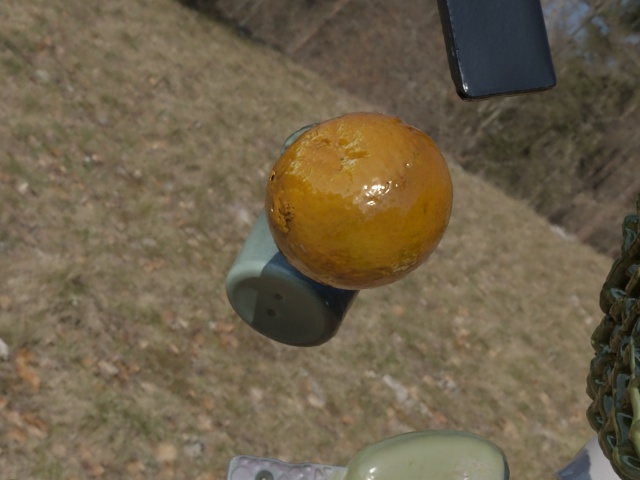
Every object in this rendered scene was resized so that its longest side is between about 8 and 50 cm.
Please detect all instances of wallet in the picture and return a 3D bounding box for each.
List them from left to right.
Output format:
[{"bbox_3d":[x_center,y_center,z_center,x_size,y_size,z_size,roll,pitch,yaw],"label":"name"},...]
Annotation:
[{"bbox_3d":[0.217,-0.304,1.385,0.044,0.149,0.250,161,-82,-72],"label":"wallet"}]

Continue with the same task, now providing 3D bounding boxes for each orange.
[{"bbox_3d":[0.045,-0.045,1.242,0.219,0.219,0.193,-127,-156,-50],"label":"orange"}]

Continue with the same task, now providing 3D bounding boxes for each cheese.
[{"bbox_3d":[0.031,0.163,0.695,0.192,0.097,0.037,12,-10,-20],"label":"cheese"}]

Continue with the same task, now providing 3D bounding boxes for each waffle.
[{"bbox_3d":[0.331,0.084,1.072,0.056,0.309,0.292,14,12,1],"label":"waffle"}]

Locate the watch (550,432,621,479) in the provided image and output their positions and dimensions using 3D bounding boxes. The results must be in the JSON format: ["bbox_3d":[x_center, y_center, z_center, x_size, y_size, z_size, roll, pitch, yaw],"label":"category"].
[{"bbox_3d":[0.387,0.356,1.316,0.231,0.196,0.244,42,-8,23],"label":"watch"}]

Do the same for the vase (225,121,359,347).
[{"bbox_3d":[0.000,0.000,1.606,0.245,0.245,0.291,46,47,-22],"label":"vase"}]

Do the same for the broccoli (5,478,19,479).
[{"bbox_3d":[-0.221,0.318,0.754,0.235,0.260,0.288,40,1,-24],"label":"broccoli"}]
